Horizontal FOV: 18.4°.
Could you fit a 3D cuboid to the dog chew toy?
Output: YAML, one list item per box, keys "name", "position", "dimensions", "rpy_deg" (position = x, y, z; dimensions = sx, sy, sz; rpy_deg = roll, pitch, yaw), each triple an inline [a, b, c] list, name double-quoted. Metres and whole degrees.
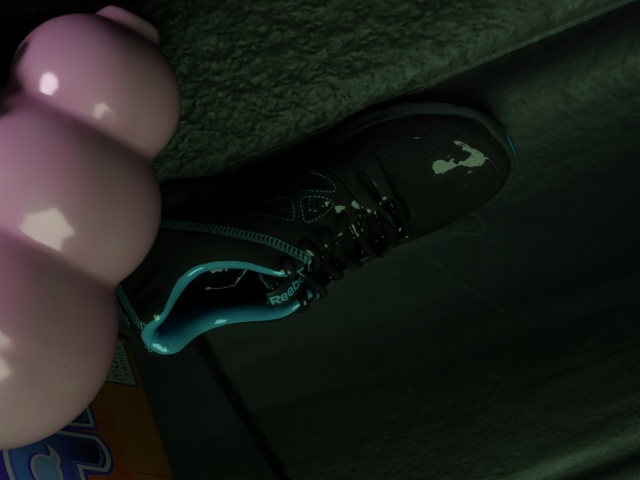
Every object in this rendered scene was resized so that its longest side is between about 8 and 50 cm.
- name: "dog chew toy"
  position: [-0.212, -0.018, 1.447]
  dimensions: [0.207, 0.206, 0.332]
  rpy_deg: [30, 84, -31]

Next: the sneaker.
- name: "sneaker"
  position: [0.000, 0.000, 1.571]
  dimensions: [0.341, 0.139, 0.125]
  rpy_deg: [-20, 129, 4]

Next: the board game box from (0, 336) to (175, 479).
- name: "board game box"
  position: [-0.341, 0.294, 1.568]
  dimensions: [0.356, 0.356, 0.356]
  rpy_deg: [14, 127, -35]
